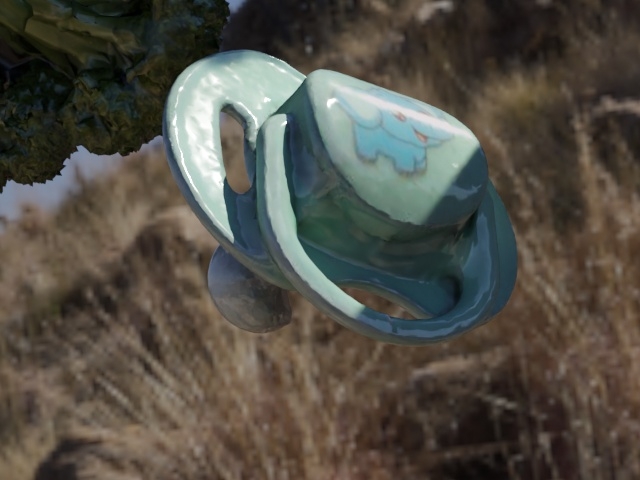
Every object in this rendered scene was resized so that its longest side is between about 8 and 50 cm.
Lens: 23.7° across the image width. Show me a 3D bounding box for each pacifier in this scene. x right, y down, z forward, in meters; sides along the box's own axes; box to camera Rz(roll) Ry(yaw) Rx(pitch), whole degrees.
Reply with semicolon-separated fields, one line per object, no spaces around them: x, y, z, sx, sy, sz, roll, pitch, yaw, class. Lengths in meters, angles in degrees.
0.000;0.000;0.556;0.150;0.127;0.116;11;-43;-35;pacifier

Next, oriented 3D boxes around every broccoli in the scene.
-0.169;-0.180;0.820;0.303;0.321;0.283;-8;-2;36;broccoli
